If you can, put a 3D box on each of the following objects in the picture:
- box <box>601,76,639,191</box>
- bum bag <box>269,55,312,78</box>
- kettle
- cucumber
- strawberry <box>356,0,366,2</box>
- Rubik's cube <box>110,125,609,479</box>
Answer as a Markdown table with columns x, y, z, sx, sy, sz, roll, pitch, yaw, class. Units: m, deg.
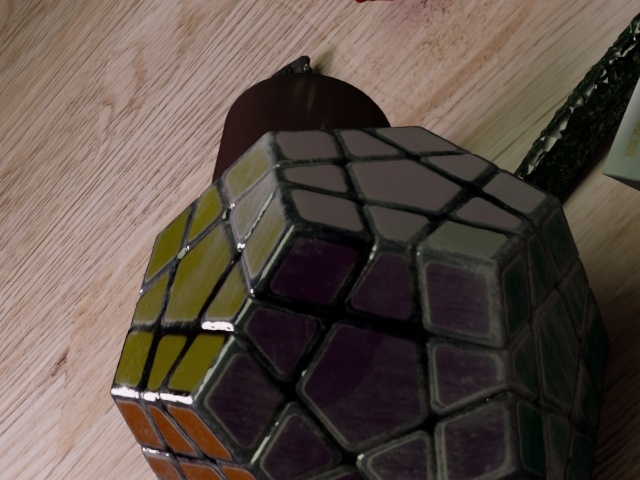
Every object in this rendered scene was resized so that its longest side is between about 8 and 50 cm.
| x | y | z | sx | sy | sz | roll | pitch | yaw | class |
| --- | --- | --- | --- | --- | --- | --- | --- | --- | --- |
| 0.280 | -0.085 | 1.002 | 0.243 | 0.067 | 0.155 | 17 | 87 | 65 | box |
| -0.032 | -0.114 | 1.671 | 0.087 | 0.049 | 0.198 | -28 | 32 | 10 | bum bag |
| 0.000 | 0.000 | 1.325 | 0.232 | 0.202 | 0.144 | -80 | -3 | -45 | kettle |
| 0.205 | -0.105 | 1.213 | 0.257 | 0.043 | 0.044 | -53 | 21 | 17 | cucumber |
| 0.086 | -0.288 | 1.571 | 0.236 | 0.111 | 0.190 | -18 | 11 | 24 | strawberry |
| 0.028 | 0.080 | 1.081 | 0.319 | 0.319 | 0.264 | -43 | 58 | 34 | Rubik's cube |
